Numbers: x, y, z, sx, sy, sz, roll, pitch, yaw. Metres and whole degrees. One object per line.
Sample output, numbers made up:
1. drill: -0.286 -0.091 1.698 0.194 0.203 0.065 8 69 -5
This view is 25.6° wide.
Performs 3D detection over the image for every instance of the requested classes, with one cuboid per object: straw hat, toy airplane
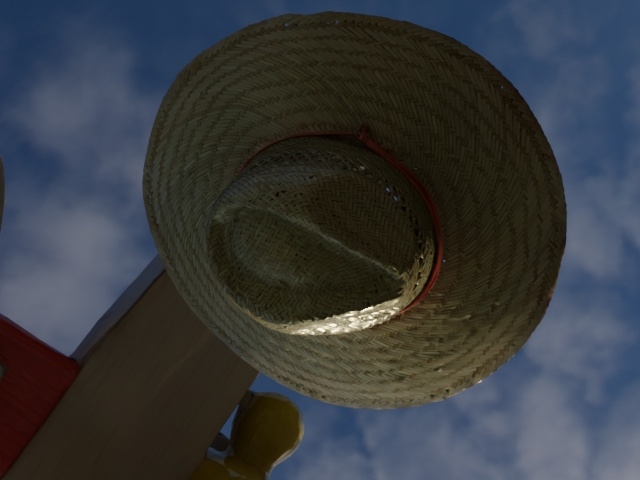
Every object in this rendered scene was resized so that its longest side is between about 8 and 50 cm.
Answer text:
1. straw hat: 0.000 0.000 0.434 0.061 0.144 0.144 -44 -62 -67
2. toy airplane: -0.093 0.126 0.705 0.384 0.272 0.386 -13 -64 -44
